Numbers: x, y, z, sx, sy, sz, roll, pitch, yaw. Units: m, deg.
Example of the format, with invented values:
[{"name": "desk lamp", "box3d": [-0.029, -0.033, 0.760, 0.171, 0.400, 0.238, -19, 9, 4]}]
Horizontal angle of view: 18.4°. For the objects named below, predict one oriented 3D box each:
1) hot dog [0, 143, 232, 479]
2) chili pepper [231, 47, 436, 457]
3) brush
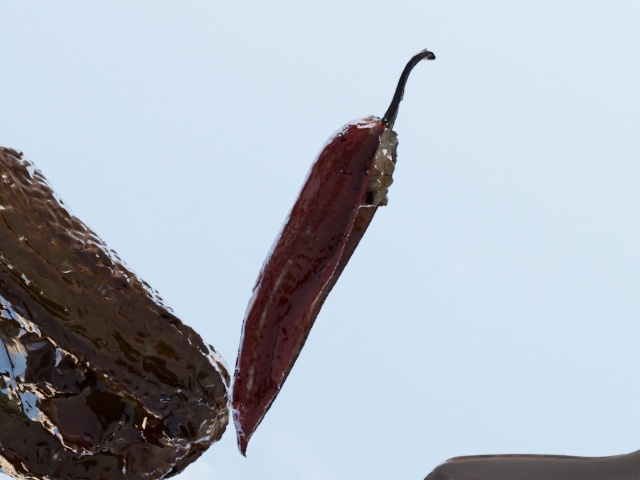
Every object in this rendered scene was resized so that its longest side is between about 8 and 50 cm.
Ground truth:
[{"name": "hot dog", "box3d": [-0.148, 0.039, 1.009, 0.227, 0.160, 0.099, 37, -134, 12]}, {"name": "chili pepper", "box3d": [0.000, 0.000, 1.165, 0.050, 0.059, 0.268, 26, -94, 7]}, {"name": "brush", "box3d": [0.198, 0.116, 1.075, 0.313, 0.067, 0.072, -4, -127, -20]}]
